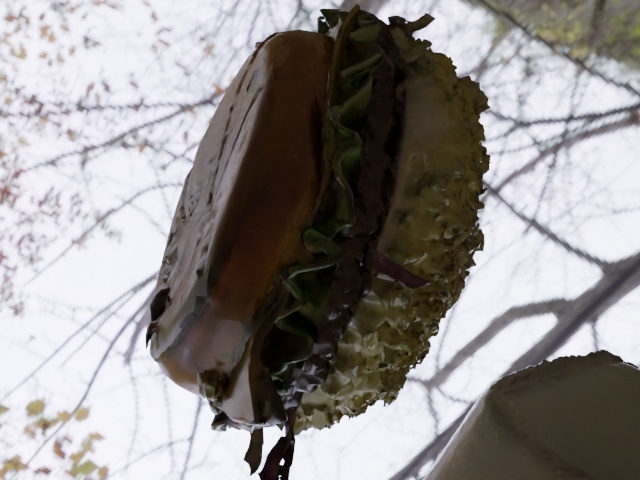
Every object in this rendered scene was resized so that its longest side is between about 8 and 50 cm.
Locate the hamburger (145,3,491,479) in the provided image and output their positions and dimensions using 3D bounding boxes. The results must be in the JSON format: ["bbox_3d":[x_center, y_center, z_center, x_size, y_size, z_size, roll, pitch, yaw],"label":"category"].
[{"bbox_3d":[0.000,0.000,0.718,0.139,0.243,0.261,21,-89,-14],"label":"hamburger"}]

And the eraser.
[{"bbox_3d":[0.201,0.192,0.888,0.331,0.150,0.331,30,-164,-9],"label":"eraser"}]
